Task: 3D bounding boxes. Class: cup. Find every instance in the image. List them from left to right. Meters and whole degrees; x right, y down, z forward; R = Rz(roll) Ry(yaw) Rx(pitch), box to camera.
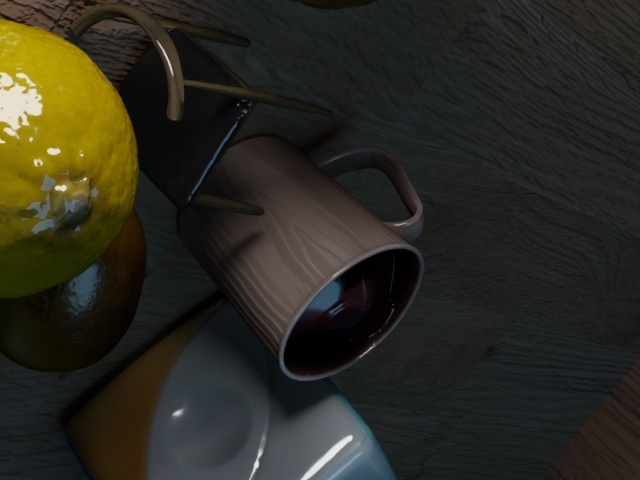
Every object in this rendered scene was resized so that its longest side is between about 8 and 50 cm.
[{"bbox_3d":[-0.009,-0.005,1.657,0.288,0.273,0.208,-49,147,6],"label":"cup"}]

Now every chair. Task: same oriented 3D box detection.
[{"bbox_3d":[-0.153,-0.146,1.427,0.166,0.188,0.272,-55,150,14],"label":"chair"}]

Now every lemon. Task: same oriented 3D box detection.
[{"bbox_3d":[-0.312,-0.078,1.236,0.293,0.293,0.293,-29,145,-23],"label":"lemon"}]

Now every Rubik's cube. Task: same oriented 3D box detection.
[{"bbox_3d":[-0.114,0.338,1.856,0.347,0.352,0.351,-37,145,-11],"label":"Rubik's cube"}]

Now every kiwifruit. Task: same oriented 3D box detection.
[{"bbox_3d":[-0.292,0.030,1.462,0.196,0.196,0.234,-11,135,-41],"label":"kiwifruit"}]

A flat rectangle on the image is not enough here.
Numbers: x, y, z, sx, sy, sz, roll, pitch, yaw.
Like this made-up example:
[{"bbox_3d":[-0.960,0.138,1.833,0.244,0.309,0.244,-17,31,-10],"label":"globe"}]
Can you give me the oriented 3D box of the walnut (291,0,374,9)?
[{"bbox_3d":[0.025,-0.378,1.272,0.344,0.306,0.306,-15,138,-28],"label":"walnut"}]
